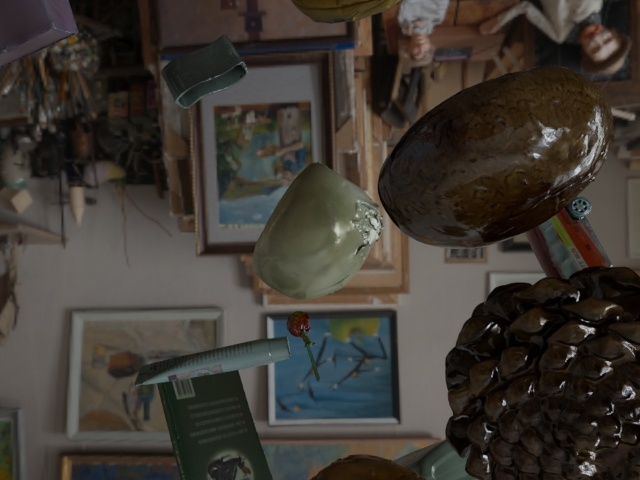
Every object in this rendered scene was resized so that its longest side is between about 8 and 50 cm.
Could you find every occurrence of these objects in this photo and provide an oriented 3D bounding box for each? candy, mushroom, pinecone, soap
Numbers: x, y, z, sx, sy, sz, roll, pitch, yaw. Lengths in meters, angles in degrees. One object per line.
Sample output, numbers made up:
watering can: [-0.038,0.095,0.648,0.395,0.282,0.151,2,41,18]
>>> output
candy: [-0.031,0.239,1.411,0.060,0.060,0.201,0,-141,-22]
mushroom: [0.242,-0.106,0.885,0.345,0.345,0.239,2,-145,-44]
pinecone: [0.351,0.188,0.834,0.385,0.384,0.384,-1,176,0]
soap: [-0.801,-0.620,1.591,0.296,0.285,0.107,-13,-172,19]

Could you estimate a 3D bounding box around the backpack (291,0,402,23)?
backpack: [0.085,-0.805,1.846,0.378,0.353,0.201,-2,168,21]

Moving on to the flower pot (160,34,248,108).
flower pot: [-0.330,-0.478,1.781,0.229,0.108,0.103,-28,166,-6]

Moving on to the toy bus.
toy bus: [0.493,0.034,1.218,0.120,0.265,0.121,-22,163,2]

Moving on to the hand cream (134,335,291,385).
hand cream: [-0.230,0.256,1.344,0.331,0.058,0.085,-8,-160,-3]

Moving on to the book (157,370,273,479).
book: [-0.236,0.463,1.438,0.043,0.370,0.260,-30,159,28]

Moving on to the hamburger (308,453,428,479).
hamburger: [0.111,0.355,0.778,0.262,0.124,0.131,29,-125,37]

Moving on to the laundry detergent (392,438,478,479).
laundry detergent: [0.189,0.470,1.229,0.215,0.105,0.280,-10,158,-37]

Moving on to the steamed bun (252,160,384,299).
steamed bun: [0.000,0.000,1.457,0.233,0.312,0.334,32,-175,6]
